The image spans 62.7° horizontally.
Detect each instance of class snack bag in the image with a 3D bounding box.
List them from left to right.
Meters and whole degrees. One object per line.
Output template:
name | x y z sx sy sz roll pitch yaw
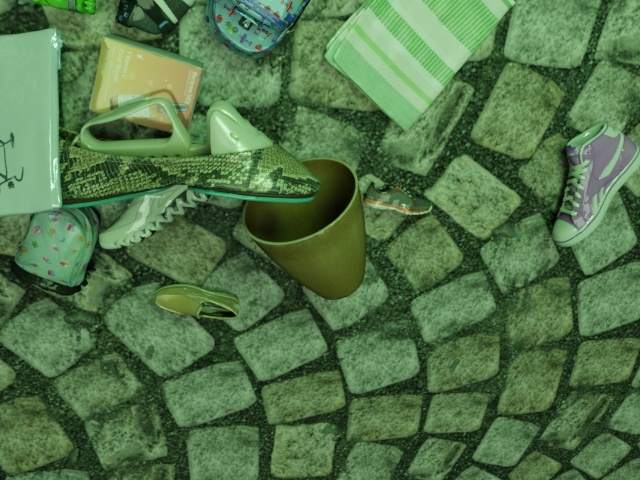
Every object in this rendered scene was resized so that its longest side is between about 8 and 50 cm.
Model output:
snack bag | -0.582 -0.179 0.849 0.342 0.037 0.323 -4 82 2

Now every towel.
towel | 0.193 -0.410 1.020 0.248 0.038 0.325 35 103 -24

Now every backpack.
backpack | -0.506 0.008 1.025 0.152 0.115 0.182 24 105 -18
backpack | -0.116 -0.408 0.914 0.158 0.117 0.173 32 107 -22

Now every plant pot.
plant pot | 0.000 0.000 1.085 0.237 0.237 0.254 -26 133 1

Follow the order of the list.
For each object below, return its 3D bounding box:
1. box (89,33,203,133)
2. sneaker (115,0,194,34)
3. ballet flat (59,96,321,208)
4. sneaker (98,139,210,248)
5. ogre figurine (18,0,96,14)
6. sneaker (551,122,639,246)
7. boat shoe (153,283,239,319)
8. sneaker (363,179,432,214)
box | -0.309 -0.279 0.946 0.170 0.091 0.130 13 111 -17
sneaker | -0.331 -0.433 0.876 0.217 0.079 0.121 36 102 -25
ballet flat | -0.240 -0.151 0.898 0.482 0.164 0.182 -1 111 -1
sneaker | -0.318 -0.089 1.034 0.292 0.110 0.118 -34 107 -2
ogre figurine | -0.444 -0.461 0.833 0.118 0.097 0.197 -17 129 -16
sneaker | 0.588 -0.134 1.202 0.161 0.102 0.282 30 95 -19
boat shoe | -0.272 0.141 1.157 0.190 0.072 0.068 6 113 -14
sneaker | 0.176 -0.097 1.150 0.157 0.061 0.065 6 107 -15
